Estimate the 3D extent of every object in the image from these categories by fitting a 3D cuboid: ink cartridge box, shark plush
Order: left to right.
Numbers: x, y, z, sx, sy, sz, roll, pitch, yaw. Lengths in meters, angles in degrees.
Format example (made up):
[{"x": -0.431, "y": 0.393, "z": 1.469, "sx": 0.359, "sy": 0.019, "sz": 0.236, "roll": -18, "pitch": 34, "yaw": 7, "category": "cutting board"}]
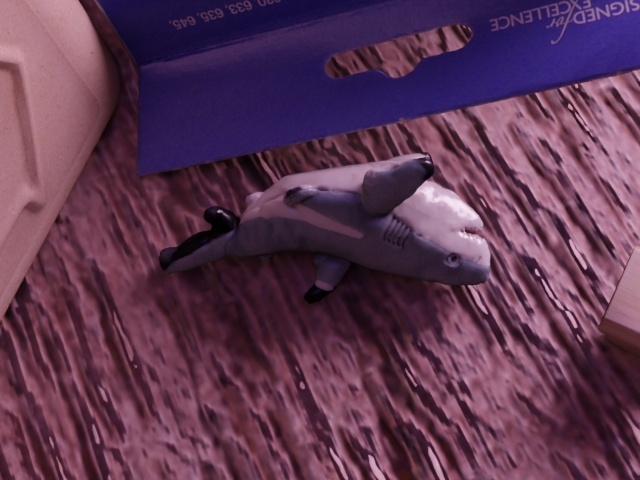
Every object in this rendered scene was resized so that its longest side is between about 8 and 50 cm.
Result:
[{"x": 0.000, "y": 0.000, "z": 0.490, "sx": 0.161, "sy": 0.073, "sz": 0.067, "roll": -10, "pitch": 97, "yaw": -5, "category": "shark plush"}, {"x": 0.024, "y": -0.210, "z": 0.529, "sx": 0.303, "sy": 0.072, "sz": 0.307, "roll": -11, "pitch": 64, "yaw": 17, "category": "ink cartridge box"}]

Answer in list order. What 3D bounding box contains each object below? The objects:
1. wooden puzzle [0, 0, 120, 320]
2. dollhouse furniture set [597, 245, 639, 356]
[{"x": -0.221, "y": -0.031, "z": 0.374, "sx": 0.080, "sy": 0.322, "sz": 0.348, "roll": 11, "pitch": 67, "yaw": 18, "category": "wooden puzzle"}, {"x": 0.349, "y": -0.037, "z": 0.415, "sx": 0.355, "sy": 0.174, "sz": 0.303, "roll": 24, "pitch": 70, "yaw": 13, "category": "dollhouse furniture set"}]
